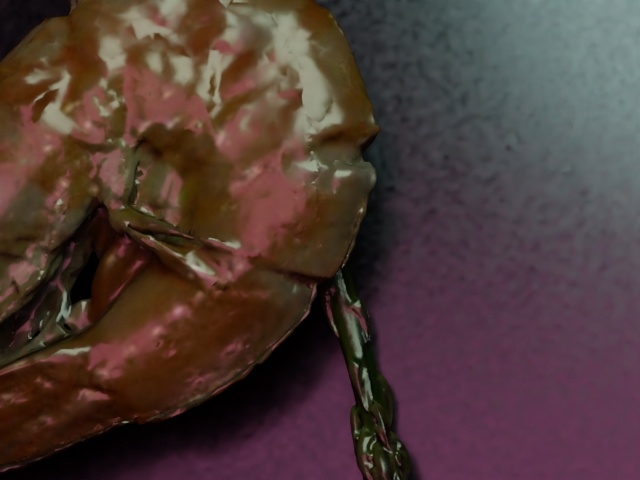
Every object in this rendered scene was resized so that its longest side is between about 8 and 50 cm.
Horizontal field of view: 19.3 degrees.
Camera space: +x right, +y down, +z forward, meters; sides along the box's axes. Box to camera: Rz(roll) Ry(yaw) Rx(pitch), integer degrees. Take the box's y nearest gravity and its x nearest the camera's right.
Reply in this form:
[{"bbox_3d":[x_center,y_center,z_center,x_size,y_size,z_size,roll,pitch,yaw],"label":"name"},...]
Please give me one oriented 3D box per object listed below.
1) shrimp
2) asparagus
[{"bbox_3d":[-0.101,0.021,0.670,0.294,0.062,0.154,-46,71,0],"label":"shrimp"},{"bbox_3d":[0.000,0.000,0.684,0.023,0.022,0.233,0,65,-36],"label":"asparagus"}]
